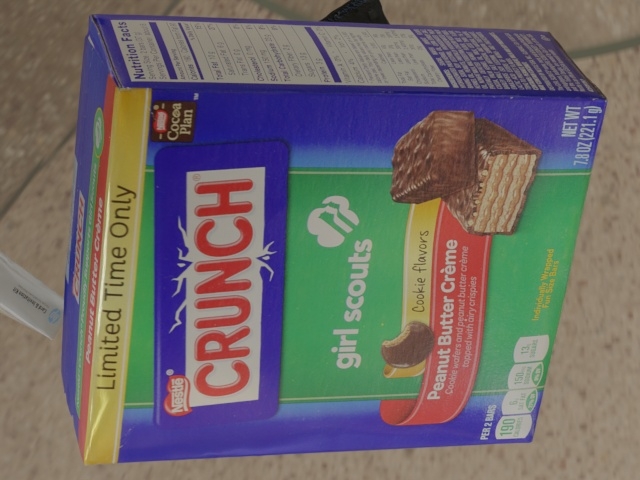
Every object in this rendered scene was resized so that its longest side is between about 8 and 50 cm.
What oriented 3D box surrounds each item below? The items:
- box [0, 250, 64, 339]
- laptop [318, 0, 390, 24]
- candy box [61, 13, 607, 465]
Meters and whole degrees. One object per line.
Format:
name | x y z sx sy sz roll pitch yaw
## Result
box | -0.313 0.010 1.465 0.186 0.145 0.038 21 75 36
laptop | -0.016 -0.062 1.653 0.137 0.234 0.264 -2 119 50
candy box | 0.000 0.000 1.153 0.317 0.122 0.268 0 118 -16
